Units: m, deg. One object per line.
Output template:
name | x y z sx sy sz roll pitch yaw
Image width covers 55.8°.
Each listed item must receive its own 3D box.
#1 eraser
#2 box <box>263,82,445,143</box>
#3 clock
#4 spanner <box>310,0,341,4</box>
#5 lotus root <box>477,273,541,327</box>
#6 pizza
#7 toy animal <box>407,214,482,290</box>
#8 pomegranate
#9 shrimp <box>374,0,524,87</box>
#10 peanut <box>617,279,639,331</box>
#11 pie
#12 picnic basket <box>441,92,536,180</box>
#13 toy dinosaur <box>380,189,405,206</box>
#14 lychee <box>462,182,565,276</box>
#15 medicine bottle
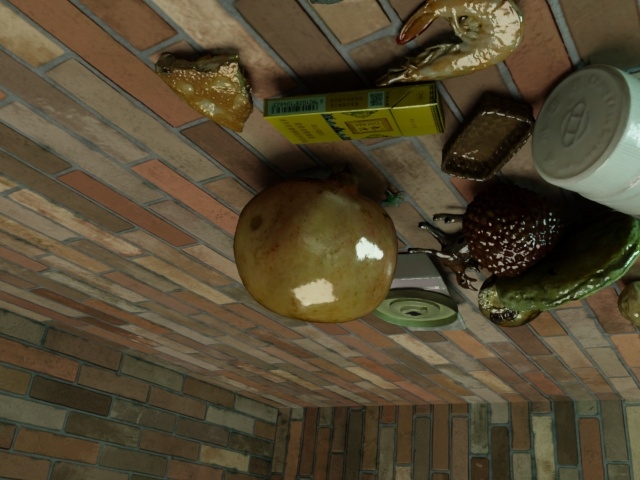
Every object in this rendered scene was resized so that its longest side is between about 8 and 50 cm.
eraser | 0.270 0.154 1.688 0.213 0.082 0.397 -5 152 21
box | 0.060 -0.206 1.003 0.279 0.040 0.153 -1 172 16
clock | 0.253 0.189 1.636 0.235 0.029 0.235 6 154 3
spanner | 0.044 -0.393 0.692 0.093 0.026 0.325 13 152 -16
lotus root | 0.476 0.124 1.450 0.169 0.141 0.314 -44 164 30
pizza | -0.173 -0.258 0.986 0.182 0.062 0.161 27 154 -27
toy animal | 0.336 0.031 1.422 0.260 0.087 0.243 22 152 -24
pomegranate | 0.000 0.000 1.212 0.339 0.338 0.338 5 154 3
shrimp | 0.169 -0.281 0.862 0.236 0.053 0.133 -14 143 38
peanut | 0.852 0.179 1.533 0.140 0.153 0.325 -23 148 38
pie | 0.496 0.032 1.212 0.070 0.323 0.323 53 140 -8
picnic basket | 0.285 -0.176 1.045 0.110 0.054 0.193 12 154 -9
toy dinosaur | 0.147 -0.092 1.289 0.062 0.021 0.083 -2 157 46
lychee | 0.375 -0.028 1.207 0.188 0.188 0.188 5 154 3
medicine bottle | 0.511 -0.130 0.934 0.332 0.189 0.190 16 152 -20
